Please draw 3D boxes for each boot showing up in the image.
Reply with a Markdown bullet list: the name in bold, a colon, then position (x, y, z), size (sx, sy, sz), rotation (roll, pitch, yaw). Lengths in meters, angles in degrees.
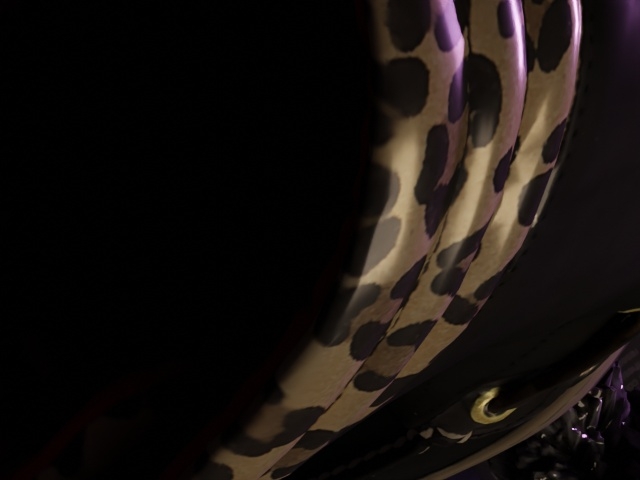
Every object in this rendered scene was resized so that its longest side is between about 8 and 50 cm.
- **boot**: position (0.000, 0.000, 0.505), size (0.284, 0.138, 0.377), rotation (-19, 168, -47)

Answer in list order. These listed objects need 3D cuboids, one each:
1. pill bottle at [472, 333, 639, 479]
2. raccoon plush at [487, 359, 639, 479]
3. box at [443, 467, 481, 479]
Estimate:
- **pill bottle**: position (0.229, 0.146, 1.202), size (0.210, 0.363, 0.210), rotation (-37, 173, -5)
- **raccoon plush**: position (0.245, 0.108, 0.829), size (0.299, 0.446, 0.216), rotation (-29, -141, 24)
- **box**: position (0.232, 0.389, 1.910), size (0.297, 0.471, 0.480), rotation (-40, 169, 0)
